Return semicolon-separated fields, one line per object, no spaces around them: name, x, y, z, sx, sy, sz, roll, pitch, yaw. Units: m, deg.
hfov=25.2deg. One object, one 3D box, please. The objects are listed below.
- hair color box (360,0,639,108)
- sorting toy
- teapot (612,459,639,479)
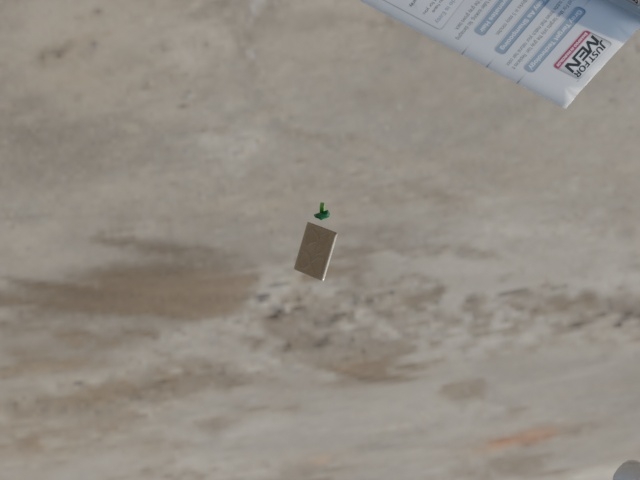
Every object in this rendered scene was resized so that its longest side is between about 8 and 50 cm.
hair color box;0.212;-0.340;1.831;0.375;0.113;0.185;26;138;-12
sorting toy;0.000;0.000;1.615;0.012;0.083;0.062;14;-175;-37
teapot;0.372;0.207;1.240;0.256;0.187;0.252;-44;169;18
